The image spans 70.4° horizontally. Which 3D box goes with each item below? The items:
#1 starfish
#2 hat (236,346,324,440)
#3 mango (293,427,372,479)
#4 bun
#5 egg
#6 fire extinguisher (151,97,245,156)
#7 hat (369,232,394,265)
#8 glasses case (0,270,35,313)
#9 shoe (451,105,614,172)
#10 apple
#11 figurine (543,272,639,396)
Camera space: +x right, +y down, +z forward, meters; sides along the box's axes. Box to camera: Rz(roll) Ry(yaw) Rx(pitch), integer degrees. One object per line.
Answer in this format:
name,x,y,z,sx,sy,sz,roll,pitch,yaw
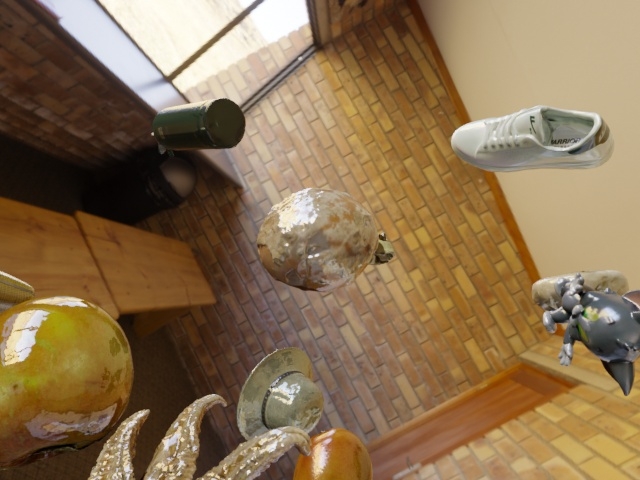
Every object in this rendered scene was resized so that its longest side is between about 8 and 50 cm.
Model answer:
starfish,-0.184,0.240,0.411,0.375,0.327,0.094,-2,-83,60
hat,-0.070,0.408,1.126,0.130,0.257,0.257,16,-34,43
mango,0.019,0.474,0.869,0.120,0.152,0.221,104,4,-54
bun,0.671,0.147,1.177,0.210,0.237,0.116,86,3,-72
egg,0.000,0.000,0.821,0.195,0.233,0.195,6,-82,51
fire extinguisher,-0.280,-0.234,0.968,0.311,0.095,0.114,13,-63,46
hat,0.129,0.022,1.052,0.077,0.076,0.059,129,-39,-56
glasses case,-0.473,0.048,0.545,0.234,0.079,0.064,34,27,-46
shoe,0.464,-0.241,1.049,0.363,0.131,0.160,11,-8,35
apple,-0.183,0.094,0.309,0.099,0.114,0.102,1,58,-40
figurine,0.531,0.161,0.888,0.265,0.140,0.193,-23,129,-74
